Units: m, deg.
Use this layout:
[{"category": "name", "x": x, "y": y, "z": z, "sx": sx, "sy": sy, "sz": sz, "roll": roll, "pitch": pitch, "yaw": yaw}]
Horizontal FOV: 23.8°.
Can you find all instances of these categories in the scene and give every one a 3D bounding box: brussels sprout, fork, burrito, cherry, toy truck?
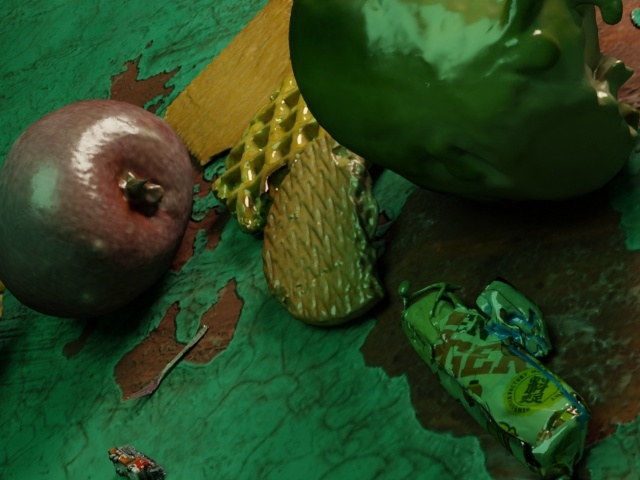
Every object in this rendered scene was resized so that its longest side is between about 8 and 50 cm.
[{"category": "brussels sprout", "x": 0.135, "y": -0.182, "z": 1.386, "sx": 0.315, "sy": 0.276, "sz": 0.371, "roll": -24, "pitch": 43, "yaw": 10}, {"category": "fork", "x": -0.159, "y": 0.132, "z": 1.616, "sx": 0.115, "sy": 0.012, "sz": 0.016, "roll": -44, "pitch": 36, "yaw": -5}, {"category": "burrito", "x": 0.148, "y": 0.095, "z": 1.252, "sx": 0.104, "sy": 0.054, "sz": 0.288, "roll": -46, "pitch": 32, "yaw": 0}, {"category": "cherry", "x": -0.272, "y": -0.032, "z": 1.741, "sx": 0.307, "sy": 0.221, "sz": 0.261, "roll": -34, "pitch": 27, "yaw": 53}, {"category": "toy truck", "x": -0.186, "y": 0.227, "z": 1.528, "sx": 0.032, "sy": 0.024, "sz": 0.083, "roll": -26, "pitch": 21, "yaw": -24}]

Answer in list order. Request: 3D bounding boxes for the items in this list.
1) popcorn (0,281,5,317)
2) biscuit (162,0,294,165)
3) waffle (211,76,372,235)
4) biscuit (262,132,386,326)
[{"category": "popcorn", "x": -0.519, "y": 0.082, "z": 1.896, "sx": 0.252, "sy": 0.215, "sz": 0.286, "roll": -24, "pitch": 65, "yaw": -16}, {"category": "biscuit", "x": -0.091, "y": -0.201, "z": 1.901, "sx": 0.237, "sy": 0.013, "sz": 0.232, "roll": -47, "pitch": 32, "yaw": 1}, {"category": "waffle", "x": -0.005, "y": -0.121, "z": 1.676, "sx": 0.291, "sy": 0.051, "sz": 0.291, "roll": -32, "pitch": 33, "yaw": 24}, {"category": "biscuit", "x": 0.001, "y": 0.000, "z": 1.520, "sx": 0.144, "sy": 0.033, "sz": 0.224, "roll": -36, "pitch": 45, "yaw": 28}]
